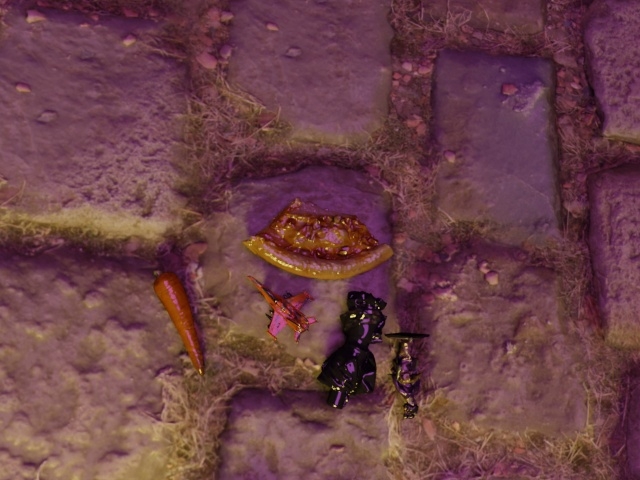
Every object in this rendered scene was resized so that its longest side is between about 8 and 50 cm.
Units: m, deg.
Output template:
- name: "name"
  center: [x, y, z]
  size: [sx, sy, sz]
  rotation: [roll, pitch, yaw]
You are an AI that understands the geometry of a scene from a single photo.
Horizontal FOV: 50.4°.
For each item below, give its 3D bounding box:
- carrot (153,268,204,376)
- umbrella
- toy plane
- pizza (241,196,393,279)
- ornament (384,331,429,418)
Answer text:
- name: "carrot"
  center: [-0.299, 0.176, 1.489]
  size: [0.061, 0.061, 0.257]
  rotation: [-25, 89, -20]
- name: "umbrella"
  center: [0.080, 0.251, 1.553]
  size: [0.122, 0.110, 0.272]
  rotation: [23, 72, -9]
- name: "toy plane"
  center: [-0.096, 0.148, 1.557]
  size: [0.188, 0.062, 0.135]
  rotation: [39, 70, 9]
- name: "pizza"
  center: [0.000, 0.000, 1.602]
  size: [0.365, 0.074, 0.182]
  rotation: [11, 84, -15]
- name: "ornament"
  center: [0.209, 0.314, 1.600]
  size: [0.081, 0.088, 0.203]
  rotation: [-7, 92, -49]
